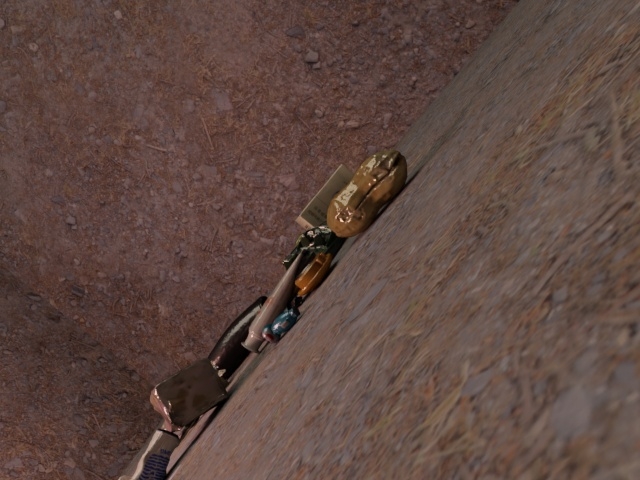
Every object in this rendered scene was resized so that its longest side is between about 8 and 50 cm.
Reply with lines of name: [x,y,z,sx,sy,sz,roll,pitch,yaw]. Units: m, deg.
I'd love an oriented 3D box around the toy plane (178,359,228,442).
toy plane: [-0.378,0.494,1.805,0.192,0.088,0.262,10,61,55]

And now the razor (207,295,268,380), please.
razor: [-0.271,0.330,1.992,0.327,0.107,0.189,-50,4,8]

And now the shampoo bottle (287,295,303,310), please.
shampoo bottle: [-0.075,0.179,1.695,0.048,0.027,0.137,-51,3,-15]

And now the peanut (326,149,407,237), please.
peanut: [0.118,-0.119,1.552,0.290,0.130,0.130,-50,3,27]

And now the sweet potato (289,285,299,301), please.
sweet potato: [-0.082,0.144,1.944,0.233,0.062,0.081,-52,2,46]

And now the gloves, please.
gloves: [-0.437,0.581,1.486,0.229,0.097,0.119,-51,-13,-24]

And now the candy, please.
candy: [-0.357,0.416,1.582,0.185,0.137,0.195,-30,-8,-27]

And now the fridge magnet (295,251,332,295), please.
fridge magnet: [-0.020,0.090,1.628,0.143,0.063,0.143,-50,6,7]

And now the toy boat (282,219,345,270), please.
toy boat: [0.000,0.000,1.883,0.141,0.092,0.319,-6,27,32]

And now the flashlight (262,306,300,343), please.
flashlight: [-0.098,0.208,1.477,0.129,0.051,0.051,-46,5,28]

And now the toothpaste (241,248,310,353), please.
toothpaste: [-0.118,0.167,1.684,0.323,0.066,0.100,-59,-14,1]

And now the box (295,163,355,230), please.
box: [0.056,-0.118,2.063,0.256,0.164,0.069,-51,2,-20]

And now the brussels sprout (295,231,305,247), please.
brussels sprout: [-0.031,0.020,2.142,0.155,0.117,0.155,-46,-7,-7]
